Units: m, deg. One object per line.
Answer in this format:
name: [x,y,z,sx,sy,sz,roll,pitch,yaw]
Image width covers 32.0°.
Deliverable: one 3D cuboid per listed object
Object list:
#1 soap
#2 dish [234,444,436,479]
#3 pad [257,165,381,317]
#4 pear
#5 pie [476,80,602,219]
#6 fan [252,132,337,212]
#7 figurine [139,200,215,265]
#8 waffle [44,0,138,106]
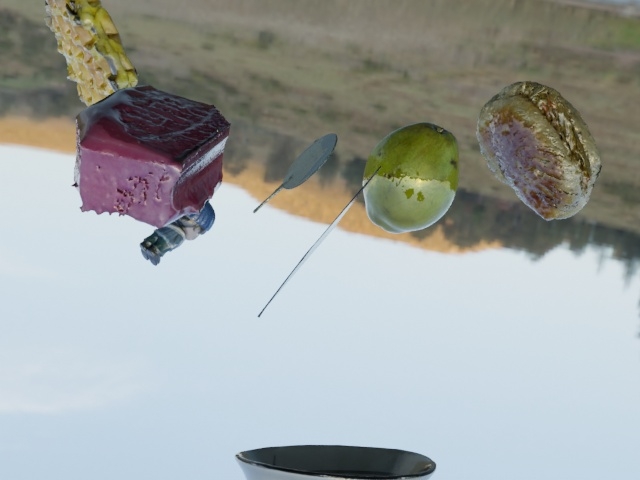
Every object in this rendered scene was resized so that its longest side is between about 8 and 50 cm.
soap: [-0.248,-0.133,1.658,0.220,0.127,0.325,18,-159,9]
dish: [0.022,0.384,1.715,0.316,0.106,0.316,1,177,0]
pad: [0.000,0.000,1.996,0.005,0.202,0.300,39,-135,1]
pear: [0.202,-0.139,2.481,0.212,0.269,0.212,24,-153,-13]
pie: [0.287,-0.116,1.494,0.079,0.193,0.163,-33,174,-33]
fan: [-0.039,-0.099,1.681,0.005,0.175,0.113,44,-166,-20]
figurine: [-0.257,-0.021,1.996,0.149,0.087,0.086,-36,-137,-25]
waffle: [-0.479,-0.369,2.414,0.095,0.382,0.380,-26,170,-20]
